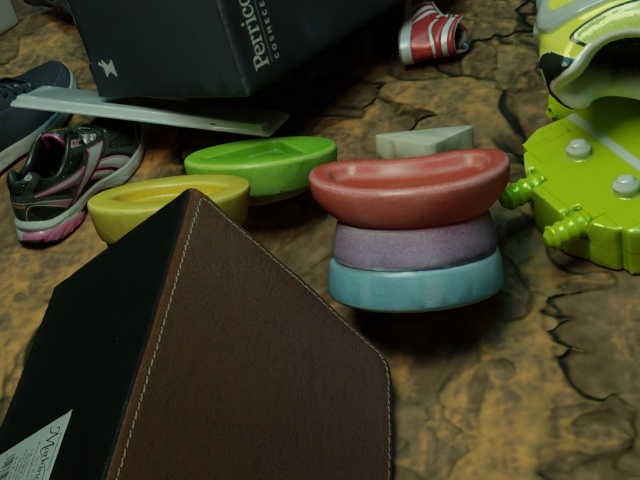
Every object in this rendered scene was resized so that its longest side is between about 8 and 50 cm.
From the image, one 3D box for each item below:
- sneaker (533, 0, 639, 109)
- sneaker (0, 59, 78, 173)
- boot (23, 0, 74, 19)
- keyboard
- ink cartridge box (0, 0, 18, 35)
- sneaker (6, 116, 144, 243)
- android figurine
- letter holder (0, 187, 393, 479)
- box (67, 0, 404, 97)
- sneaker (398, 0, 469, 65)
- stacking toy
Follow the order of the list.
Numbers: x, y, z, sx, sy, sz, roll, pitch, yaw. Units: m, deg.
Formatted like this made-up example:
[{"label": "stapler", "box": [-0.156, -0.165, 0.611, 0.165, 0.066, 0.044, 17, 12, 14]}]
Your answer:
[{"label": "sneaker", "box": [0.349, -0.143, 0.919, 0.385, 0.145, 0.147, 5, 59, 23]}, {"label": "sneaker", "box": [-0.334, -0.155, 1.194, 0.086, 0.163, 0.226, 9, 43, 30]}, {"label": "boot", "box": [-0.201, -0.311, 1.396, 0.263, 0.091, 0.229, -28, 41, -12]}, {"label": "keyboard", "box": [-0.161, -0.124, 1.157, 0.256, 0.014, 0.072, 8, 16, 13]}, {"label": "ink cartridge box", "box": [-0.457, -0.309, 1.448, 0.175, 0.127, 0.072, 19, 49, 35]}, {"label": "sneaker", "box": [-0.224, -0.077, 1.128, 0.072, 0.077, 0.178, 5, 41, 22]}, {"label": "android figurine", "box": [0.275, -0.066, 0.967, 0.273, 0.056, 0.248, -23, 39, -12]}, {"label": "letter holder", "box": [-0.078, 0.158, 0.758, 0.152, 0.214, 0.301, -33, 30, 31]}, {"label": "box", "box": [-0.056, -0.345, 1.160, 0.212, 0.293, 0.395, 7, 34, 42]}, {"label": "sneaker", "box": [0.116, -0.217, 1.213, 0.067, 0.042, 0.118, -5, 45, 16]}, {"label": "stacking toy", "box": [0.000, 0.000, 0.978, 0.309, 0.130, 0.279, -3, 14, 11]}]
